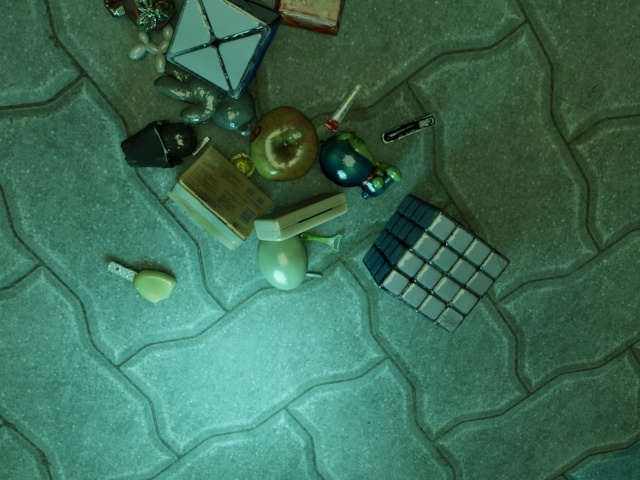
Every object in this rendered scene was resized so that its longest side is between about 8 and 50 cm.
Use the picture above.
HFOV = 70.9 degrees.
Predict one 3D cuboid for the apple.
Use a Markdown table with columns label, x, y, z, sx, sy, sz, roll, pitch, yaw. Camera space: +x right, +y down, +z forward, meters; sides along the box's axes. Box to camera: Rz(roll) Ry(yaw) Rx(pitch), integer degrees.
| label | x | y | z | sx | sy | sz | roll | pitch | yaw |
| --- | --- | --- | --- | --- | --- | --- | --- | --- | --- |
| apple | -0.127 | -0.331 | 1.568 | 0.261 | 0.194 | 0.260 | -2 | 103 | -8 |

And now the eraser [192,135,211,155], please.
| label | x | y | z | sx | sy | sz | roll | pitch | yaw |
| --- | --- | --- | --- | --- | --- | --- | --- | --- | --- |
| eraser | -0.428 | -0.339 | 1.612 | 0.019 | 0.038 | 0.083 | 43 | 95 | -9 |

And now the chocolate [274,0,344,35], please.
| label | x | y | z | sx | sy | sz | roll | pitch | yaw |
| --- | --- | --- | --- | --- | --- | --- | --- | --- | --- |
| chocolate | -0.027 | -0.834 | 1.496 | 0.235 | 0.108 | 0.237 | 11 | 104 | -7 |

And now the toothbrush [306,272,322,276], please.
| label | x | y | z | sx | sy | sz | roll | pitch | yaw |
| --- | --- | --- | --- | --- | --- | --- | --- | --- | --- |
| toothbrush | -0.086 | 0.130 | 1.780 | 0.193 | 0.019 | 0.013 | 8 | 103 | -10 |

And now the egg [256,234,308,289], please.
| label | x | y | z | sx | sy | sz | roll | pitch | yaw |
| --- | --- | --- | --- | --- | --- | --- | --- | --- | --- |
| egg | -0.140 | 0.065 | 1.669 | 0.187 | 0.186 | 0.253 | -18 | 108 | -1 |

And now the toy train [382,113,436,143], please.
| label | x | y | z | sx | sy | sz | roll | pitch | yaw |
| --- | --- | --- | --- | --- | --- | --- | --- | --- | --- |
| toy train | 0.327 | -0.414 | 1.671 | 0.208 | 0.047 | 0.043 | -22 | 104 | 0 |

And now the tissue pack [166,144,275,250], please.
| label | x | y | z | sx | sy | sz | roll | pitch | yaw |
| --- | --- | --- | --- | --- | --- | --- | --- | --- | --- |
| tissue pack | -0.365 | -0.135 | 1.604 | 0.305 | 0.238 | 0.238 | 43 | 96 | -15 |

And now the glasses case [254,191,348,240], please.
| label | x | y | z | sx | sy | sz | roll | pitch | yaw |
| --- | --- | --- | --- | --- | --- | --- | --- | --- | --- |
| glasses case | -0.062 | -0.089 | 1.582 | 0.337 | 0.144 | 0.076 | -25 | 108 | -37 |

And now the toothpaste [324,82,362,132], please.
| label | x | y | z | sx | sy | sz | roll | pitch | yaw |
| --- | --- | --- | --- | --- | --- | --- | --- | --- | --- |
| toothpaste | 0.087 | -0.486 | 1.637 | 0.048 | 0.031 | 0.190 | 32 | 101 | -16 |

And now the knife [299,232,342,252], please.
| label | x | y | z | sx | sy | sz | roll | pitch | yaw |
| --- | --- | --- | --- | --- | --- | --- | --- | --- | --- |
| knife | 0.000 | 0.000 | 1.752 | 0.166 | 0.022 | 0.078 | 10 | 96 | -10 |

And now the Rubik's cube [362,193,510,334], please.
| label | x | y | z | sx | sy | sz | roll | pitch | yaw |
| --- | --- | --- | --- | --- | --- | --- | --- | --- | --- |
| Rubik's cube | 0.401 | 0.075 | 1.650 | 0.344 | 0.344 | 0.337 | 34 | 97 | -12 |

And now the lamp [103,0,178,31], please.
| label | x | y | z | sx | sy | sz | roll | pitch | yaw |
| --- | --- | --- | --- | --- | --- | --- | --- | --- | --- |
| lamp | -0.562 | -0.744 | 1.425 | 0.215 | 0.223 | 0.151 | -27 | 125 | -9 |

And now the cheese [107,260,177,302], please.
| label | x | y | z | sx | sy | sz | roll | pitch | yaw |
| --- | --- | --- | --- | --- | --- | --- | --- | --- | --- |
| cheese | -0.682 | 0.150 | 1.705 | 0.256 | 0.050 | 0.127 | 26 | 102 | -10 |

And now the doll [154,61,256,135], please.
| label | x | y | z | sx | sy | sz | roll | pitch | yaw |
| --- | --- | --- | --- | --- | --- | --- | --- | --- | --- |
| doll | -0.380 | -0.484 | 1.536 | 0.341 | 0.158 | 0.245 | 16 | 67 | -7 |

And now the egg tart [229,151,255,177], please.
| label | x | y | z | sx | sy | sz | roll | pitch | yaw |
| --- | --- | --- | --- | --- | --- | --- | --- | --- | --- |
| egg tart | -0.287 | -0.271 | 1.644 | 0.105 | 0.039 | 0.105 | -1 | 104 | -6 |

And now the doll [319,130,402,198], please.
| label | x | y | z | sx | sy | sz | roll | pitch | yaw |
| --- | --- | --- | --- | --- | --- | --- | --- | --- | --- |
| doll | 0.127 | -0.265 | 1.610 | 0.322 | 0.198 | 0.186 | 33 | 97 | -16 |

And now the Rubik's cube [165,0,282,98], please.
| label | x | y | z | sx | sy | sz | roll | pitch | yaw |
| --- | --- | --- | --- | --- | --- | --- | --- | --- | --- |
| Rubik's cube | -0.297 | -0.644 | 1.407 | 0.255 | 0.259 | 0.260 | 28 | 120 | -14 |

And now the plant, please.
| label | x | y | z | sx | sy | sz | roll | pitch | yaw |
| --- | --- | --- | --- | --- | --- | --- | --- | --- | --- |
| plant | -0.549 | -0.330 | 1.552 | 0.256 | 0.142 | 0.164 | -11 | 105 | 8 |

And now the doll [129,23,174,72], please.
| label | x | y | z | sx | sy | sz | roll | pitch | yaw |
| --- | --- | --- | --- | --- | --- | --- | --- | --- | --- |
| doll | -0.541 | -0.654 | 1.510 | 0.161 | 0.059 | 0.160 | 24 | 102 | -11 |
